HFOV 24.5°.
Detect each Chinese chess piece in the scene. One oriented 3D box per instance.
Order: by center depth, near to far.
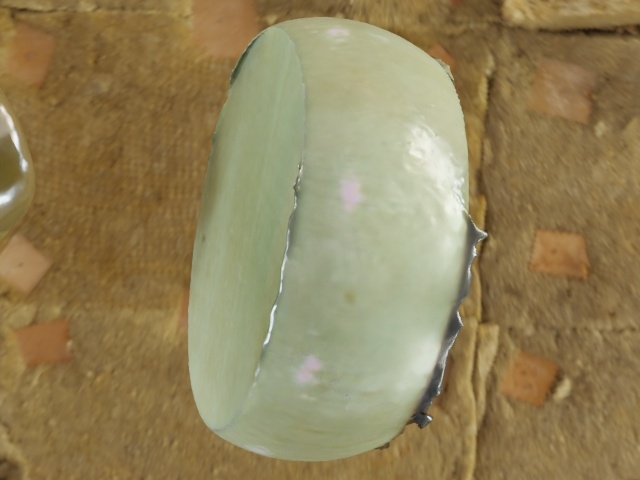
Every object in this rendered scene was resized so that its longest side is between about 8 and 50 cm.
[{"bbox_3d":[0.000,0.000,1.171,0.146,0.349,0.349,8,-77,-17],"label":"Chinese chess piece"}]

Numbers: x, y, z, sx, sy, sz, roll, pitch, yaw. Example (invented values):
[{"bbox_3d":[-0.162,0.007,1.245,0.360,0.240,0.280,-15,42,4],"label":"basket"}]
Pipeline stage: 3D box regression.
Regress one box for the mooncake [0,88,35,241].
[{"bbox_3d":[-0.372,-0.086,1.360,0.117,0.235,0.235,-32,-78,-34],"label":"mooncake"}]
